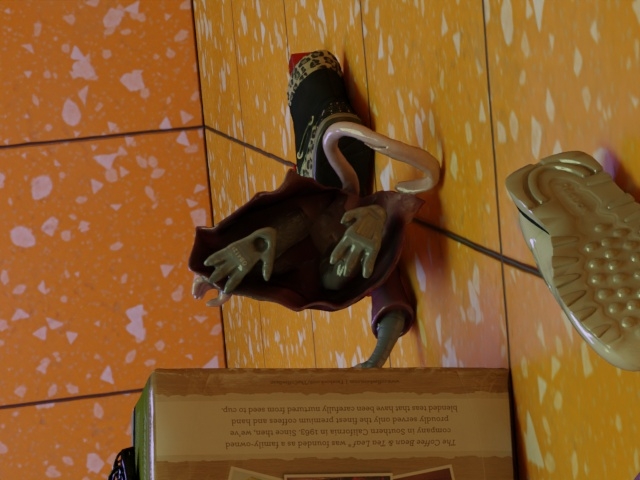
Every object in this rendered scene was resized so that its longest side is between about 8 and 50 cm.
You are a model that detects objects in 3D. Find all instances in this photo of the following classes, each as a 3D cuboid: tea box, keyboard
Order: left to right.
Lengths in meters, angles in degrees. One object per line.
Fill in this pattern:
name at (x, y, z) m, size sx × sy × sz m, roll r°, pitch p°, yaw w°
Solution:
keyboard at (-0.198, 0.280, 1.796) m, size 0.100 × 0.038 × 0.192 m, roll -100°, pitch 15°, yaw -49°
tea box at (-0.009, 0.249, 1.775) m, size 0.323 × 0.329 × 0.220 m, roll 129°, pitch 140°, yaw -74°

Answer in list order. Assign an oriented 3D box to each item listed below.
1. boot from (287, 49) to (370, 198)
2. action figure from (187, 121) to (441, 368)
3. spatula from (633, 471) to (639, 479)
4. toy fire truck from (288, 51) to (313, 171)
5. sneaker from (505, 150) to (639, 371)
boot at (0.003, -0.092, 2.236) m, size 0.178 × 0.085 × 0.236 m, roll -105°, pitch 20°, yaw -50°
action figure at (0.000, 0.000, 2.013) m, size 0.275 × 0.248 × 0.370 m, roll -63°, pitch -13°, yaw 4°
spatula at (0.229, 0.250, 1.355) m, size 0.296 × 0.030 × 0.084 m, roll 97°, pitch 161°, yaw -51°
toy fire truck at (-0.012, -0.136, 2.381) m, size 0.192 × 0.047 × 0.135 m, roll 99°, pitch 162°, yaw -58°
sneaker at (0.198, 0.027, 1.291) m, size 0.235 × 0.090 × 0.095 m, roll -106°, pitch 1°, yaw -58°
